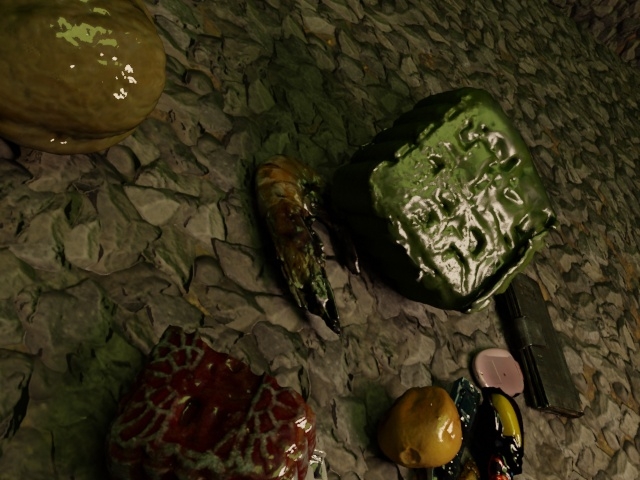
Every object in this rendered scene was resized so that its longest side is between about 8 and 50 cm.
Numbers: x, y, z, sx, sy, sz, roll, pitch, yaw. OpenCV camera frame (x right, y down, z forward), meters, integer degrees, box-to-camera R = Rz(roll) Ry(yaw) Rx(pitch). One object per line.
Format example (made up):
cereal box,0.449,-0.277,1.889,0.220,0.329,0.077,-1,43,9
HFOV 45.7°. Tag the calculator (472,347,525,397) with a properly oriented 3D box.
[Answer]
calculator,0.349,0.256,1.469,0.166,0.024,0.103,4,57,-45

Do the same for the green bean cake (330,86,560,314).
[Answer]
green bean cake,0.223,-0.072,1.341,0.335,0.218,0.319,-46,110,-19

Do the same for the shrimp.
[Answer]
shrimp,0.000,0.000,1.295,0.233,0.071,0.365,13,46,-46

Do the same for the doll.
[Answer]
doll,0.313,0.359,1.300,0.088,0.127,0.249,6,45,-1

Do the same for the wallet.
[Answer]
wallet,0.460,0.210,1.587,0.169,0.044,0.317,24,47,-43

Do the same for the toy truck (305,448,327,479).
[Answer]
toy truck,-0.035,0.378,0.921,0.125,0.101,0.242,20,49,-38

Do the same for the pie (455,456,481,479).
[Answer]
pie,0.230,0.422,1.208,0.191,0.033,0.088,-26,84,-52

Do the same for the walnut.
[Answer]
walnut,-0.342,-0.243,1.001,0.283,0.227,0.283,-10,107,-37

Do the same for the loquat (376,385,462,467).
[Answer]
loquat,0.154,0.285,1.168,0.113,0.137,0.137,51,35,-24

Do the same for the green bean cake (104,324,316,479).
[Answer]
green bean cake,-0.120,0.216,0.887,0.232,0.097,0.198,15,42,12

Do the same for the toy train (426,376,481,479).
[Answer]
toy train,0.209,0.326,1.249,0.052,0.051,0.234,44,42,-9
